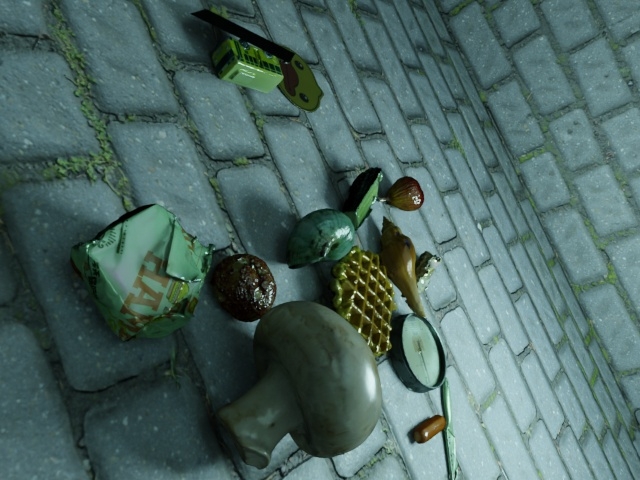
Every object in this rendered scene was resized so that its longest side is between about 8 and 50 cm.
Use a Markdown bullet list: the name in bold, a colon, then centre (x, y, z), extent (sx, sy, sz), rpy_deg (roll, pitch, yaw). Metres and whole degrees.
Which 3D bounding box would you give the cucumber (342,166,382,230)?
- **cucumber**: centre (0.115, -0.122, 1.470), extent (0.086, 0.115, 0.193), rpy_deg (16, 48, 11)

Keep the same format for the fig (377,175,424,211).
- **fig**: centre (0.266, -0.159, 1.644), extent (0.153, 0.119, 0.119), rpy_deg (16, 57, -36)

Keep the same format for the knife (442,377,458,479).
- **knife**: centre (0.361, 0.528, 1.412), extent (0.043, 0.020, 0.293), rpy_deg (30, 49, -38)

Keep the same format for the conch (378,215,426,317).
- **conch**: centre (0.244, 0.068, 1.472), extent (0.109, 0.093, 0.330), rpy_deg (1, 56, -39)

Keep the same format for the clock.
- **clock**: centre (0.278, 0.314, 1.421), extent (0.226, 0.049, 0.226), rpy_deg (28, 48, -36)

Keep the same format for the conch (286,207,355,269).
- **conch**: centre (-0.002, -0.002, 1.216), extent (0.122, 0.176, 0.188), rpy_deg (48, 10, 17)

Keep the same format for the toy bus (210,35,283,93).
- **toy bus**: centre (-0.189, -0.454, 1.309), extent (0.175, 0.088, 0.101), rpy_deg (0, 67, -49)

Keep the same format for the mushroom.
- **mushroom**: centre (-0.046, 0.265, 0.914), extent (0.290, 0.297, 0.297), rpy_deg (-22, 86, -29)

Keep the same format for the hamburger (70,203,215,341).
- **hamburger**: centre (-0.286, 0.052, 0.865), extent (0.214, 0.125, 0.235), rpy_deg (60, 41, -13)

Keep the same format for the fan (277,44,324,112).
- **fan**: centre (-0.104, -0.502, 1.500), extent (0.335, 0.011, 0.229), rpy_deg (15, 57, -46)

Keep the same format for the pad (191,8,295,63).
- **pad**: centre (-0.193, -0.529, 1.300), extent (0.265, 0.009, 0.159), rpy_deg (24, 28, -9)

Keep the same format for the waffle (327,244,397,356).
- **waffle**: centre (0.123, 0.160, 1.301), extent (0.281, 0.058, 0.301), rpy_deg (63, 33, -15)

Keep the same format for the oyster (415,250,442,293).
- **oyster**: centre (0.322, 0.093, 1.579), extent (0.072, 0.132, 0.209), rpy_deg (25, 48, 22)

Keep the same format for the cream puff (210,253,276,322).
- **cream puff**: centre (-0.150, 0.091, 1.029), extent (0.149, 0.084, 0.149), rpy_deg (29, 47, -35)

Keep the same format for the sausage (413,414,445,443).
- **sausage**: centre (0.286, 0.498, 1.324), extent (0.131, 0.041, 0.039), rpy_deg (-7, 95, -50)
